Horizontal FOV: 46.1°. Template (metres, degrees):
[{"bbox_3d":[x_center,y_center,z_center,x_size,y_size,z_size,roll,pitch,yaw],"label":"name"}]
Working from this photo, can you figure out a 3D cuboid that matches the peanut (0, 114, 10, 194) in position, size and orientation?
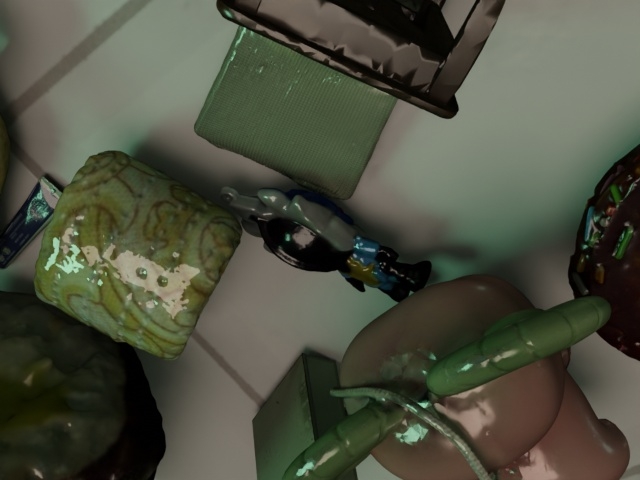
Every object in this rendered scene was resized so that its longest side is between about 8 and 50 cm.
[{"bbox_3d":[-0.336,-0.050,0.686,0.090,0.098,0.214,1,129,-36],"label":"peanut"}]

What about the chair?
[{"bbox_3d":[0.012,-0.141,0.513,0.160,0.186,0.319,22,121,-11],"label":"chair"}]

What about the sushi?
[{"bbox_3d":[-0.314,0.228,0.734,0.299,0.281,0.294,12,123,-11],"label":"sushi"}]

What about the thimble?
[{"bbox_3d":[-0.164,0.023,0.670,0.143,0.137,0.190,28,134,-6],"label":"thimble"}]

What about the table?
[{"bbox_3d":[0.015,0.248,0.725,0.111,0.240,0.121,18,126,-24],"label":"table"}]

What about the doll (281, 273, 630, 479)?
[{"bbox_3d":[0.123,0.136,0.604,0.284,0.268,0.216,-39,69,25],"label":"doll"}]

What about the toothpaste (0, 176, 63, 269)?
[{"bbox_3d":[-0.295,-0.009,0.742,0.037,0.021,0.140,42,117,-14],"label":"toothpaste"}]

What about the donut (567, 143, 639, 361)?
[{"bbox_3d":[0.316,0.002,0.595,0.235,0.089,0.235,5,122,8],"label":"donut"}]

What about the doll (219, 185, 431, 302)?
[{"bbox_3d":[0.000,0.000,0.664,0.195,0.070,0.096,25,150,-9],"label":"doll"}]
